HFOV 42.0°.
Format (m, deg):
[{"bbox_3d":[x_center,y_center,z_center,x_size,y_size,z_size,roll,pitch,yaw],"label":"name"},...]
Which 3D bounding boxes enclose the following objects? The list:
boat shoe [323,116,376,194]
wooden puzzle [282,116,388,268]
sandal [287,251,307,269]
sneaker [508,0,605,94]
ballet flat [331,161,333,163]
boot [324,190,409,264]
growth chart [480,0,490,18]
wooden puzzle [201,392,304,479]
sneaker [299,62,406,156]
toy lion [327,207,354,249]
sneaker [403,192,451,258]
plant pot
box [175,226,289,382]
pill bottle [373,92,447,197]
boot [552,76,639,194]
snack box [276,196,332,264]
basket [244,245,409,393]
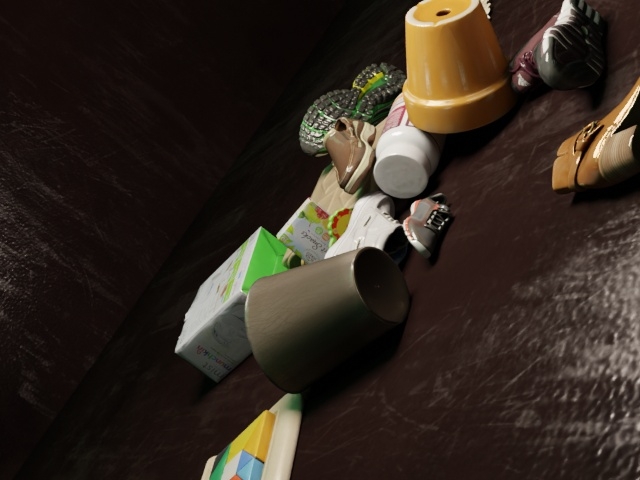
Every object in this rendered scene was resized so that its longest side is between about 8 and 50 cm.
[{"bbox_3d":[0.045,-0.170,1.613,0.095,0.095,0.257,-60,8,24],"label":"boat shoe"},{"bbox_3d":[0.072,-0.114,1.792,0.348,0.081,0.322,-42,17,42],"label":"wooden puzzle"},{"bbox_3d":[-0.005,0.036,1.696,0.180,0.072,0.049,-29,48,43],"label":"sandal"},{"bbox_3d":[0.363,-0.273,1.334,0.162,0.106,0.281,-44,6,40],"label":"sneaker"},{"bbox_3d":[0.068,-0.236,2.087,0.084,0.058,0.249,-31,26,52],"label":"ballet flat"},{"bbox_3d":[0.110,-0.009,1.458,0.123,0.095,0.258,-9,32,33],"label":"boot"},{"bbox_3d":[0.342,-0.492,1.983,0.172,0.021,0.237,-41,19,30],"label":"growth chart"},{"bbox_3d":[-0.128,0.366,1.315,0.239,0.044,0.221,-42,18,28],"label":"wooden puzzle"},{"bbox_3d":[0.081,-0.282,1.980,0.344,0.134,0.146,-38,-28,-34],"label":"sneaker"},{"bbox_3d":[0.050,-0.008,1.564,0.100,0.096,0.034,-55,16,-12],"label":"toy lion"},{"bbox_3d":[0.178,-0.033,1.350,0.065,0.061,0.158,-35,22,27],"label":"sneaker"},{"bbox_3d":[0.231,-0.321,1.461,0.205,0.187,0.205,-14,35,10],"label":"plant pot"},{"bbox_3d":[-0.178,0.135,1.811,0.231,0.127,0.262,-44,18,25],"label":"box"},{"bbox_3d":[0.173,-0.185,1.579,0.121,0.121,0.221,-37,21,40],"label":"pill bottle"},{"bbox_3d":[0.373,-0.147,1.054,0.197,0.073,0.152,-55,12,-23],"label":"boot"},{"bbox_3d":[0.000,0.000,1.600,0.100,0.141,0.037,-49,17,5],"label":"snack box"},{"bbox_3d":[0.013,0.108,1.305,0.227,0.154,0.204,-30,64,37],"label":"basket"}]
